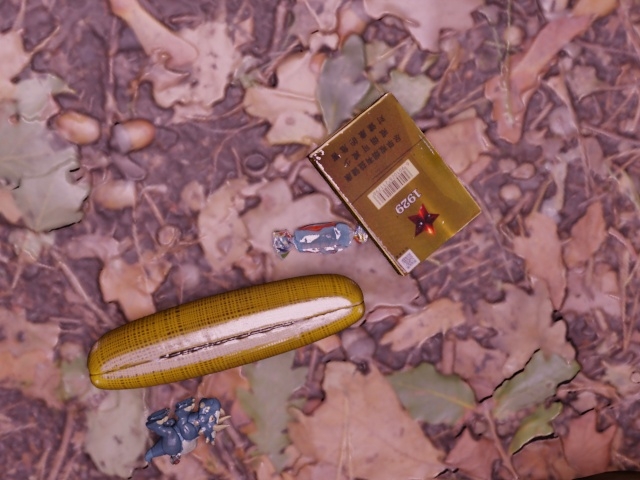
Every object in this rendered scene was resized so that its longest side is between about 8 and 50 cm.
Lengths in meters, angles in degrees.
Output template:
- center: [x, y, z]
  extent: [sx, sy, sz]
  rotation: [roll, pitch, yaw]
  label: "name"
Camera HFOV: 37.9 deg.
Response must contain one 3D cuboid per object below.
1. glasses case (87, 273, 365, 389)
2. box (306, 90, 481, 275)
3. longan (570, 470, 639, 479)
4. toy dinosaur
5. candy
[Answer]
- center: [-0.077, 0.076, 0.777]
  extent: [0.234, 0.079, 0.064]
  rotation: [-14, 93, -3]
  label: "glasses case"
- center: [0.063, -0.048, 0.790]
  extent: [0.090, 0.023, 0.133]
  rotation: [-41, 101, -5]
  label: "box"
- center: [0.273, 0.339, 0.754]
  extent: [0.297, 0.297, 0.298]
  rotation: [-1, 100, -5]
  label: "longan"
- center: [-0.119, 0.167, 0.812]
  extent: [0.083, 0.030, 0.047]
  rotation: [-25, 99, 0]
  label: "toy dinosaur"
- center: [0.000, 0.001, 0.800]
  extent: [0.083, 0.020, 0.030]
  rotation: [-4, 101, -6]
  label: "candy"
